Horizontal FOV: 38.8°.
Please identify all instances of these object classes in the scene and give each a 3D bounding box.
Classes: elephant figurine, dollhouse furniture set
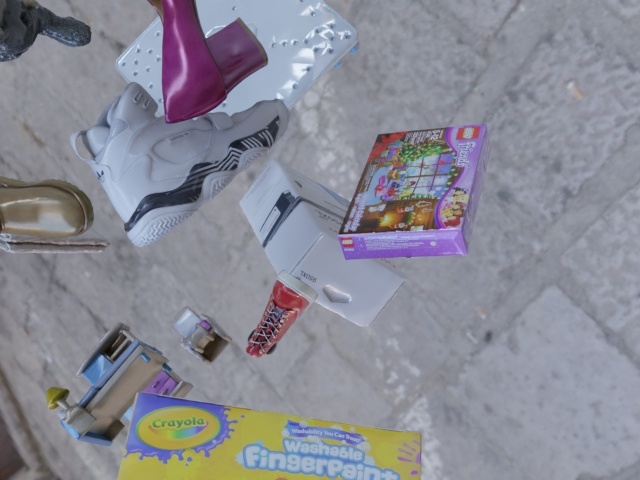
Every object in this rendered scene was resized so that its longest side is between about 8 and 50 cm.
[{"bbox_3d":[-0.458,-0.296,1.204,0.239,0.186,0.169,43,-178,-9],"label":"elephant figurine"},{"bbox_3d":[-0.365,0.205,1.679,0.198,0.286,0.303,38,175,19],"label":"dollhouse furniture set"}]

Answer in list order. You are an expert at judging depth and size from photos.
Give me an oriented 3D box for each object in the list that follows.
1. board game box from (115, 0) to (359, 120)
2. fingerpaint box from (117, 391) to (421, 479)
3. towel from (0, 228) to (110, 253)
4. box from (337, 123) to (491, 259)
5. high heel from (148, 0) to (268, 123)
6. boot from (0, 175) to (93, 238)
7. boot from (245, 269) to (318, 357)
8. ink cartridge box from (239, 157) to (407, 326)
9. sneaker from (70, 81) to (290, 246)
[{"bbox_3d":[-0.172,-0.373,1.833,0.390,0.390,0.050,46,-177,26],"label":"board game box"},{"bbox_3d":[-0.094,0.432,1.469,0.444,0.163,0.371,9,139,-5],"label":"fingerpaint box"},{"bbox_3d":[-0.627,-0.017,2.018,0.187,0.282,0.049,26,104,35],"label":"towel"},{"bbox_3d":[0.162,-0.085,1.506,0.200,0.293,0.057,-3,128,22],"label":"box"},{"bbox_3d":[-0.258,-0.343,1.378,0.377,0.181,0.127,46,163,24],"label":"high heel"},{"bbox_3d":[-0.494,-0.004,1.299,0.236,0.269,0.089,6,116,26],"label":"boot"},{"bbox_3d":[-0.091,0.161,1.875,0.088,0.176,0.244,36,166,9],"label":"boot"},{"bbox_3d":[0.000,0.000,2.242,0.166,0.285,0.395,-52,35,14],"label":"ink cartridge box"},{"bbox_3d":[-0.213,-0.170,1.429,0.210,0.366,0.137,52,146,-9],"label":"sneaker"}]
